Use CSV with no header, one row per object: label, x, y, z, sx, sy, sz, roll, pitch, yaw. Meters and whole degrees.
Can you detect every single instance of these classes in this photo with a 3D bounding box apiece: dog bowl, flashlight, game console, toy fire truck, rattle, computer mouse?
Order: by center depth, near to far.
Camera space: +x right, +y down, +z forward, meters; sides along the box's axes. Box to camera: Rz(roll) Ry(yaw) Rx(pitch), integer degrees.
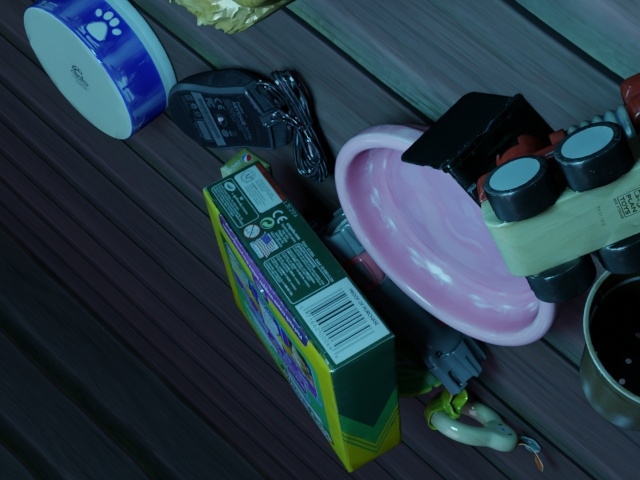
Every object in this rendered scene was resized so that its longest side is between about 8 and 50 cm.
toy fire truck,0.254,-0.070,0.880,0.158,0.217,0.246,58,-163,-26
game console,0.166,-0.092,1.021,0.107,0.122,0.071,47,158,-3
flashlight,0.124,0.076,1.419,0.304,0.103,0.103,48,-177,-16
computer mouse,-0.102,-0.186,1.419,0.272,0.072,0.188,12,139,35
rattle,0.274,0.257,1.538,0.199,0.143,0.130,20,-178,20
dog bowl,-0.363,-0.300,1.625,0.265,0.104,0.265,37,156,20

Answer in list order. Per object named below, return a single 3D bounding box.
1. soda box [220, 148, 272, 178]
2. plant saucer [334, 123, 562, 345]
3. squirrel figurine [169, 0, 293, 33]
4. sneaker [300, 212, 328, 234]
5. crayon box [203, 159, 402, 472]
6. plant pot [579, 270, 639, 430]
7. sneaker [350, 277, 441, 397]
soda box,-0.113,-0.067,1.637,0.061,0.058,0.181,35,155,26
plant saucer,0.164,-0.017,1.203,0.332,0.084,0.332,37,156,20
squirrel figurine,-0.081,-0.384,0.797,0.370,0.281,0.397,57,153,-9
sneaker,0.000,0.000,1.546,0.162,0.063,0.073,23,145,43
crayon box,-0.022,0.114,1.436,0.363,0.106,0.313,53,164,33
plant pot,0.348,0.119,1.029,0.167,0.167,0.165,38,164,20
sneaker,0.076,0.130,1.537,0.295,0.109,0.123,44,154,32
